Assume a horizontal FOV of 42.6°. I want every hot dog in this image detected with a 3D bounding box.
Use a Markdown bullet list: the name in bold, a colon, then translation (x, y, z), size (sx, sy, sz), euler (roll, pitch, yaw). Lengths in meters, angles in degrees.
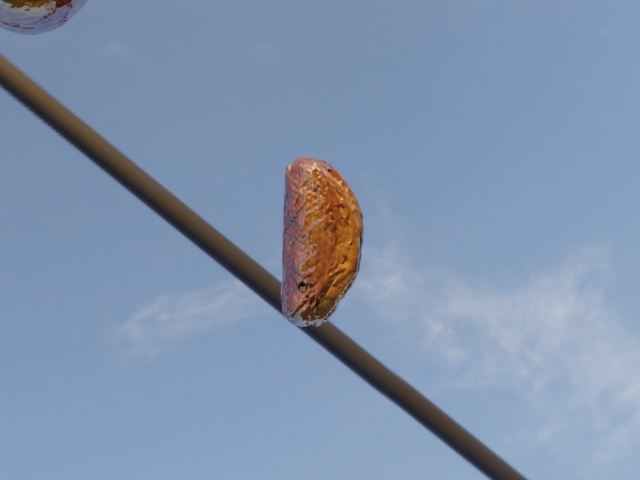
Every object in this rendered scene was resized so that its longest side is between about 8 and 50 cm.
- **hot dog**: translation (-0.003, 0.000, 1.097), size (0.099, 0.160, 0.227), euler (-1, -91, -13)

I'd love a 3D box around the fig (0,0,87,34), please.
- **fig**: translation (-0.303, -0.312, 0.837), size (0.205, 0.205, 0.205), euler (-5, -70, -15)
